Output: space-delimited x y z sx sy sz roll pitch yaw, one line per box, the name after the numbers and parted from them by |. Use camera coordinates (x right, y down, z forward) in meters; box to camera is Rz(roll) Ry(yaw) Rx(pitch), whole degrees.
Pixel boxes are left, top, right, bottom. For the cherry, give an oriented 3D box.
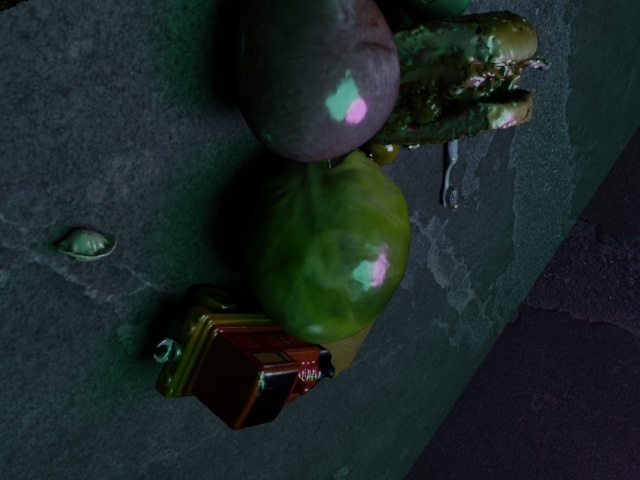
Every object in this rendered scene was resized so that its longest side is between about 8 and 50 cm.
-0.007 -0.249 0.916 0.261 0.221 0.307 -50 129 -53 | cherry

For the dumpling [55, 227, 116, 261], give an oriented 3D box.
-0.304 0.009 0.864 0.077 0.060 0.043 16 93 -61 | dumpling

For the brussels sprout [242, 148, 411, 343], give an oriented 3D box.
0.000 0.000 1.073 0.268 0.344 0.343 9 113 -21 | brussels sprout

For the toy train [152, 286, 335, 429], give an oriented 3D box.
-0.121 0.198 1.116 0.369 0.232 0.163 8 112 -55 | toy train

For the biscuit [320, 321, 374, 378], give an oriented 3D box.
0.053 0.236 1.593 0.237 0.013 0.232 25 95 -57 | biscuit

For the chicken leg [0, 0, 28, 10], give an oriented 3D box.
-0.266 -0.366 0.593 0.177 0.083 0.322 31 92 -44 | chicken leg

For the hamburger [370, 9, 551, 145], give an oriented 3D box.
0.212 -0.265 1.099 0.277 0.318 0.195 -24 109 -49 | hamburger

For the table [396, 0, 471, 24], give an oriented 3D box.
0.155 -0.449 1.055 0.220 0.126 0.126 22 98 -57 | table

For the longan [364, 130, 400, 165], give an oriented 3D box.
0.116 -0.179 1.279 0.083 0.075 0.075 -43 145 -19 | longan

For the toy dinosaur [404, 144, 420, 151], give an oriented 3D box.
0.216 -0.291 1.316 0.162 0.077 0.294 -46 145 -7 | toy dinosaur

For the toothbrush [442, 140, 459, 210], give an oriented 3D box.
0.311 -0.233 1.536 0.035 0.042 0.413 -39 141 -29 | toothbrush
